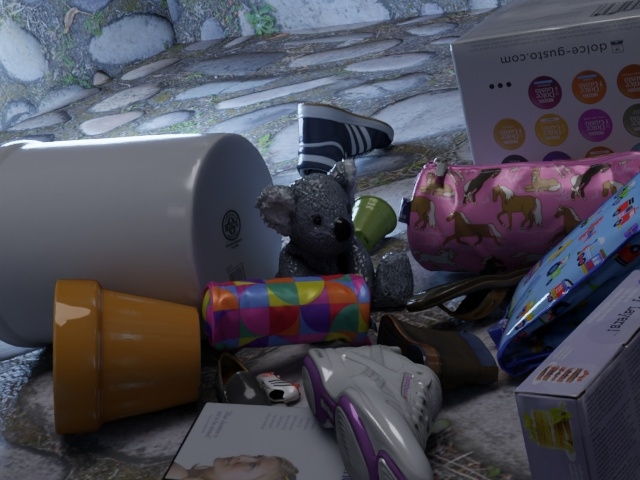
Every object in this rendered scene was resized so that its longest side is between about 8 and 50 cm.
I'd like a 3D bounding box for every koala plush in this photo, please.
[{"bbox_3d":[0.000,0.000,1.855,0.196,0.221,0.203,-23,22,-23],"label":"koala plush"}]

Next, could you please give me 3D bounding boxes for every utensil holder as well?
[{"bbox_3d":[-0.293,-0.003,1.907,0.385,0.328,0.327,-3,22,23],"label":"utensil holder"}]

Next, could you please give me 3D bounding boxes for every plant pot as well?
[{"bbox_3d":[0.075,-0.020,2.087,0.083,0.083,0.079,-1,35,30],"label":"plant pot"},{"bbox_3d":[-0.257,0.153,1.679,0.187,0.205,0.205,0,18,-9],"label":"plant pot"}]

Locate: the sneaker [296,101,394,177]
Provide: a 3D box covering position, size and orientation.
[{"bbox_3d":[0.046,-0.176,2.513,0.099,0.153,0.282,-1,-7,37],"label":"sneaker"}]

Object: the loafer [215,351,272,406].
[{"bbox_3d":[-0.103,0.198,1.622,0.062,0.061,0.170,-19,21,-18],"label":"loafer"}]

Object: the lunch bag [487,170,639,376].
[{"bbox_3d":[0.334,0.054,1.590,0.293,0.138,0.221,-32,11,23],"label":"lunch bag"}]

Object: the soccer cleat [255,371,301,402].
[{"bbox_3d":[-0.062,0.195,1.655,0.083,0.029,0.035,14,29,43],"label":"soccer cleat"}]

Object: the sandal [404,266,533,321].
[{"bbox_3d":[0.220,0.081,1.745,0.219,0.060,0.090,-8,-5,-33],"label":"sandal"}]

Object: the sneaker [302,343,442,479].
[{"bbox_3d":[0.081,0.187,1.398,0.152,0.114,0.305,-9,23,-13],"label":"sneaker"}]

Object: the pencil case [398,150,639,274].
[{"bbox_3d":[0.315,-0.039,1.823,0.386,0.167,0.160,-1,57,26],"label":"pencil case"}]

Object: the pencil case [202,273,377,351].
[{"bbox_3d":[-0.042,0.101,1.708,0.236,0.104,0.104,0,18,-11],"label":"pencil case"}]

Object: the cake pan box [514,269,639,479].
[{"bbox_3d":[0.284,0.183,1.147,0.070,0.246,0.267,4,26,38],"label":"cake pan box"}]

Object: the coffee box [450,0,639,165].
[{"bbox_3d":[0.443,-0.212,1.977,0.337,0.334,0.338,-4,20,28],"label":"coffee box"}]

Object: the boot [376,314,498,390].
[{"bbox_3d":[0.144,0.149,1.619,0.106,0.082,0.219,4,12,-15],"label":"boot"}]

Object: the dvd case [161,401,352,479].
[{"bbox_3d":[-0.038,0.245,1.454,0.253,0.022,0.180,2,23,11],"label":"dvd case"}]
